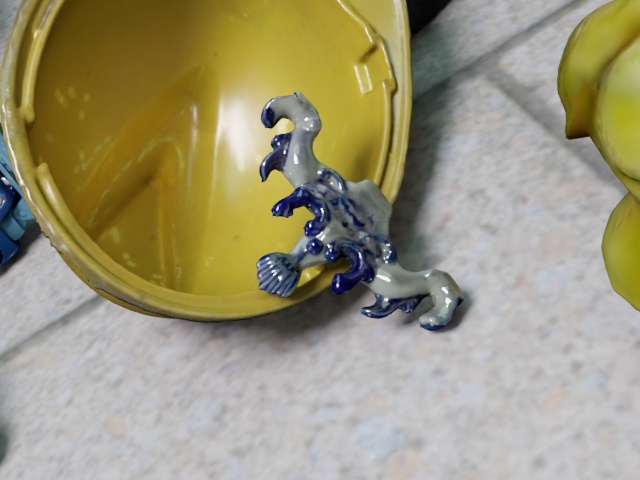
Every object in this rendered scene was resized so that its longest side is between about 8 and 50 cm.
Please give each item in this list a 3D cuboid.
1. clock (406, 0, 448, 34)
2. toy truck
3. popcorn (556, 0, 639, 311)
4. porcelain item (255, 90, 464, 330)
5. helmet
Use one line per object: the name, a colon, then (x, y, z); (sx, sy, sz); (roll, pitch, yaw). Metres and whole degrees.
clock: (-0.042, -0.232, 0.770); (0.319, 0.066, 0.319); (-7, 53, 10)
toy truck: (-0.226, -0.044, 0.684); (0.074, 0.136, 0.063); (-33, 41, -3)
popcorn: (0.212, -0.047, 0.366); (0.255, 0.195, 0.256); (-5, 66, 34)
porcelain item: (0.000, 0.000, 0.512); (0.075, 0.136, 0.021); (-38, -4, -19)
helmet: (-0.070, -0.061, 0.588); (0.140, 0.205, 0.257); (-39, 29, 58)
